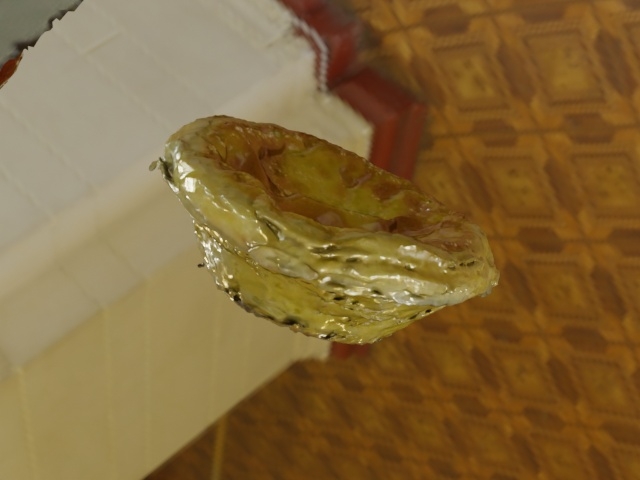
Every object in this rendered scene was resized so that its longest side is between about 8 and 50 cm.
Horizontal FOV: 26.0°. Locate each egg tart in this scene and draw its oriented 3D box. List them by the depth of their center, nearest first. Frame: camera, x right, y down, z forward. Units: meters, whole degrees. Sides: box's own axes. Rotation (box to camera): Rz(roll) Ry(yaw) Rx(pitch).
[{"bbox_3d":[0.001,0.000,1.265,0.341,0.341,0.132,34,109,32],"label":"egg tart"}]

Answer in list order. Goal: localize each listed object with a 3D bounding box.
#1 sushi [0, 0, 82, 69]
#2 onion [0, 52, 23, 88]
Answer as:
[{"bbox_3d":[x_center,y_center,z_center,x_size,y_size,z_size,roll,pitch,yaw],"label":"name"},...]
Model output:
[{"bbox_3d":[-0.168,-0.153,0.320,0.294,0.292,0.059,43,135,-11],"label":"sushi"},{"bbox_3d":[-0.439,-0.246,1.457,0.276,0.276,0.276,37,148,28],"label":"onion"}]
